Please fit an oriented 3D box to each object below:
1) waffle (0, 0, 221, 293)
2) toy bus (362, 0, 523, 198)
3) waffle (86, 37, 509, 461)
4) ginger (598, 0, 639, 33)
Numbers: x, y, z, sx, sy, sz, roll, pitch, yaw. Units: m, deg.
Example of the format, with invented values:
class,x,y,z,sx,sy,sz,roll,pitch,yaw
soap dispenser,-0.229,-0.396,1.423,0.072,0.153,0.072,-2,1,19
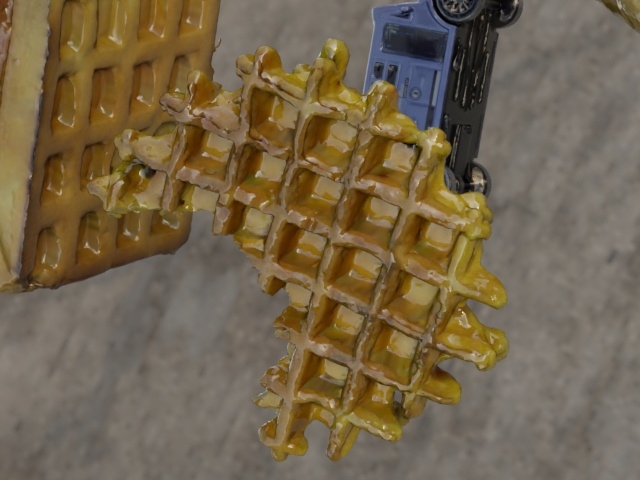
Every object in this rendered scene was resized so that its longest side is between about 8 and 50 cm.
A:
class,x,y,z,sx,sy,sz,roll,pitch,yaw
waffle,-0.178,-0.131,1.555,0.224,0.098,0.328,-20,-54,-51
toy bus,0.114,-0.159,2.078,0.125,0.133,0.292,-5,-74,-64
waffle,0.000,0.000,1.377,0.259,0.293,0.069,-29,8,31
ginger,0.141,-0.245,1.540,0.348,0.363,0.122,-92,14,-80
